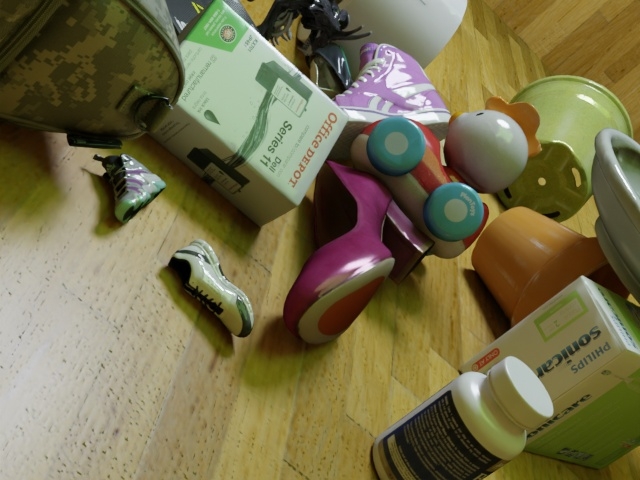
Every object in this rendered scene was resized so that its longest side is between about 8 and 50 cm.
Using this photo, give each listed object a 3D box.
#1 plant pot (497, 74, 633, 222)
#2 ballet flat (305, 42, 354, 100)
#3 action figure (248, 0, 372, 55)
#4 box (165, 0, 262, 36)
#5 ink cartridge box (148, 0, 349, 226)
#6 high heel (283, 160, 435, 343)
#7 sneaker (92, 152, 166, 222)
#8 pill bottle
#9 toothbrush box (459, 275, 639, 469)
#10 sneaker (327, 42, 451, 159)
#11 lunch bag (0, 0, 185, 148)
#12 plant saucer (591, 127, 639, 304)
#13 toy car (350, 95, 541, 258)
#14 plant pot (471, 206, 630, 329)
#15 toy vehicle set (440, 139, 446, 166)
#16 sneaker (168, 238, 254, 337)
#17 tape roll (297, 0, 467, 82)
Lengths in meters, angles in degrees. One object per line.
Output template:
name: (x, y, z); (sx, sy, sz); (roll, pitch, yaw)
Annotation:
plant pot: (0.465, -0.163, 1.963); (0.276, 0.276, 0.254); (47, 35, -3)
ballet flat: (0.027, -0.222, 1.524); (0.074, 0.074, 0.203); (13, 48, -52)
action figure: (-0.064, -0.345, 1.460); (0.276, 0.141, 0.164); (37, 19, 14)
box: (-0.158, -0.274, 1.285); (0.216, 0.060, 0.270); (5, 48, -57)
ink cartridge box: (-0.089, -0.141, 1.098); (0.208, 0.087, 0.153); (40, 57, -19)
high heel: (0.000, 0.000, 1.106); (0.181, 0.127, 0.377); (40, 18, 10)
sneaker: (-0.193, -0.057, 0.939); (0.069, 0.038, 0.098); (44, 15, -6)
pill bottle: (0.141, 0.189, 0.963); (0.094, 0.169, 0.094); (37, 27, -23)
toothbrush box: (0.356, 0.184, 1.288); (0.283, 0.206, 0.122); (21, 36, -44)
sneaker: (0.056, -0.209, 1.424); (0.282, 0.102, 0.161); (-8, 69, -42)
lunch bag: (-0.258, -0.249, 0.894); (0.256, 0.212, 0.305); (24, 35, -42)
plant saucer: (0.485, 0.027, 1.356); (0.400, 0.100, 0.400); (36, 29, -24)
toy car: (0.185, -0.118, 1.321); (0.210, 0.238, 0.219); (49, -8, 3)
plant pot: (0.337, 0.052, 1.493); (0.205, 0.205, 0.188); (15, 25, -51)
toy vehicle set: (0.152, -0.175, 1.685); (0.166, 0.035, 0.267); (39, 26, -20)
sneaker: (-0.105, 0.050, 0.930); (0.044, 0.040, 0.109); (-22, 68, -47)
tape roll: (0.102, -0.378, 1.653); (0.169, 0.246, 0.246); (39, 26, -21)
